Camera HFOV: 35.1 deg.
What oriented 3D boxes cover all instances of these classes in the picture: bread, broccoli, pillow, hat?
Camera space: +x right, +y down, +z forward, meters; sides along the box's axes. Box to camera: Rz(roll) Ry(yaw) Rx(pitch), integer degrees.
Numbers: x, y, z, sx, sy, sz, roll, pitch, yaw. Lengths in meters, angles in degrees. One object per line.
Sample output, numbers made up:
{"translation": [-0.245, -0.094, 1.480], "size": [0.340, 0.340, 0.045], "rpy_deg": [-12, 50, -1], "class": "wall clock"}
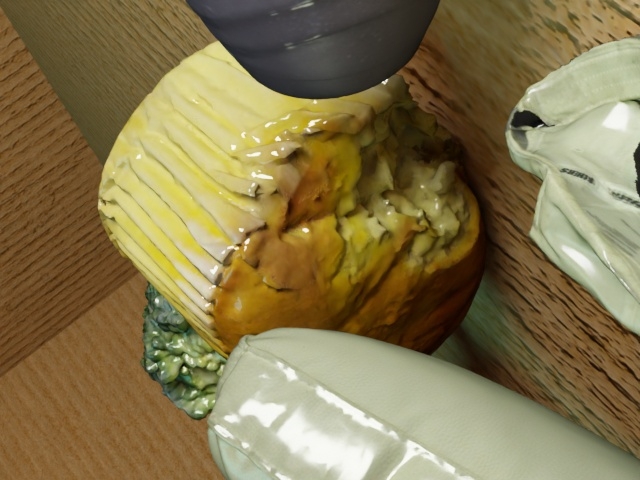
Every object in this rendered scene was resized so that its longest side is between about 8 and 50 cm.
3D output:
{"translation": [0.000, 0.000, 0.580], "size": [0.133, 0.179, 0.250], "rpy_deg": [45, 173, 33], "class": "bread"}
{"translation": [-0.015, 0.034, 0.830], "size": [0.243, 0.262, 0.247], "rpy_deg": [26, -160, 7], "class": "broccoli"}
{"translation": [0.095, 0.143, 0.490], "size": [0.255, 0.119, 0.322], "rpy_deg": [28, 173, 22], "class": "pillow"}
{"translation": [0.130, -0.022, 0.308], "size": [0.166, 0.081, 0.122], "rpy_deg": [140, 132, -65], "class": "hat"}

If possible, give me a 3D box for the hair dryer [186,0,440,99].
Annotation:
{"translation": [-0.077, -0.245, 0.353], "size": [0.361, 0.121, 0.301], "rpy_deg": [50, 161, 39], "class": "hair dryer"}
